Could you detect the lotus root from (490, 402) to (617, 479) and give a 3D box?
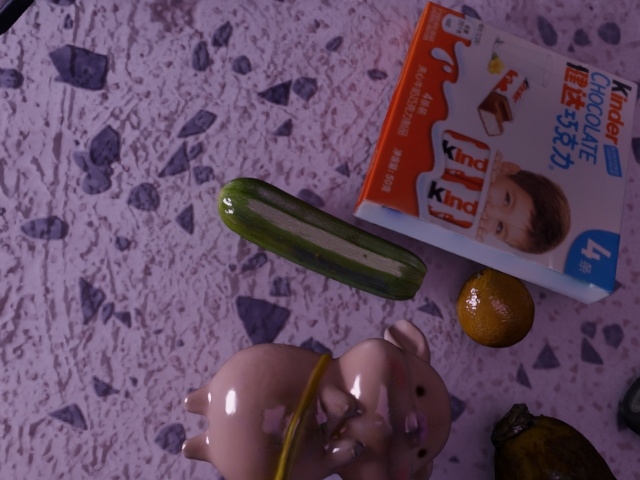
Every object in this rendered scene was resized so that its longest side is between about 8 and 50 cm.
[{"bbox_3d":[0.236,0.257,0.602,0.120,0.120,0.209,-26,83,-10],"label":"lotus root"}]

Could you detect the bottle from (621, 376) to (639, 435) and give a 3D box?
[{"bbox_3d":[0.442,0.224,0.658,0.253,0.079,0.096,33,40,1],"label":"bottle"}]

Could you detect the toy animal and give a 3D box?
[{"bbox_3d":[0.000,0.167,0.581,0.248,0.149,0.165,2,96,-14],"label":"toy animal"}]

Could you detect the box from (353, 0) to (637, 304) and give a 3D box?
[{"bbox_3d":[0.198,-0.101,0.671,0.265,0.048,0.273,20,65,-4],"label":"box"}]

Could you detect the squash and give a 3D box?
[{"bbox_3d":[0.000,0.000,0.647,0.229,0.066,0.066,24,78,-2],"label":"squash"}]

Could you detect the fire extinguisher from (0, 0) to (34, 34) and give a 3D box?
[{"bbox_3d":[-0.306,-0.383,0.668,0.138,0.102,0.344,-2,80,26],"label":"fire extinguisher"}]

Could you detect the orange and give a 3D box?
[{"bbox_3d":[0.180,0.070,0.651,0.085,0.085,0.085,1,80,-7],"label":"orange"}]
